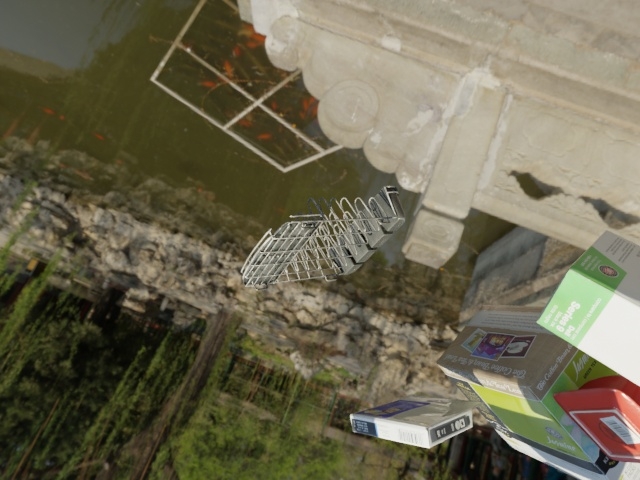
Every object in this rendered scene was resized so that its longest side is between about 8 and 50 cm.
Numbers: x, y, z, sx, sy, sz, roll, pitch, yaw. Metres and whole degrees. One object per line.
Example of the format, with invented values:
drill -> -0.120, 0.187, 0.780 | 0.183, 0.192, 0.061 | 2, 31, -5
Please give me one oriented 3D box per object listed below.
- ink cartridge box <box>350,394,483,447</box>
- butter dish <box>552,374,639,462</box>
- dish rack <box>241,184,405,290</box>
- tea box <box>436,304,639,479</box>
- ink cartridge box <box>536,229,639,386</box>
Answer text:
ink cartridge box -> 0.208, 0.379, 0.955 | 0.208, 0.045, 0.206 | 0, 170, -41
butter dish -> 0.524, 0.288, 0.765 | 0.160, 0.118, 0.160 | 48, 155, 7
dish rack -> 0.000, 0.000, 0.747 | 0.271, 0.074, 0.208 | -5, 147, -37
tea box -> 0.509, 0.336, 1.022 | 0.323, 0.220, 0.329 | 48, 163, -7
ink cartridge box -> 0.521, 0.127, 0.673 | 0.289, 0.211, 0.122 | 36, 129, 31
